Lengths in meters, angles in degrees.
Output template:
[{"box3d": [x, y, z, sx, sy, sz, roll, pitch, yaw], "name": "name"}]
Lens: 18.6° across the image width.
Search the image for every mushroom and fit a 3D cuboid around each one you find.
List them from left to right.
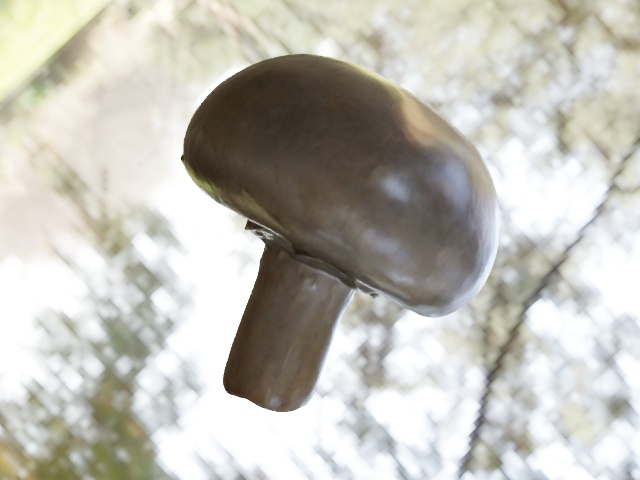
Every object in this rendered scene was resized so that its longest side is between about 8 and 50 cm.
[{"box3d": [0.000, 0.000, 1.199, 0.207, 0.207, 0.215, -146, -101, -82], "name": "mushroom"}]
